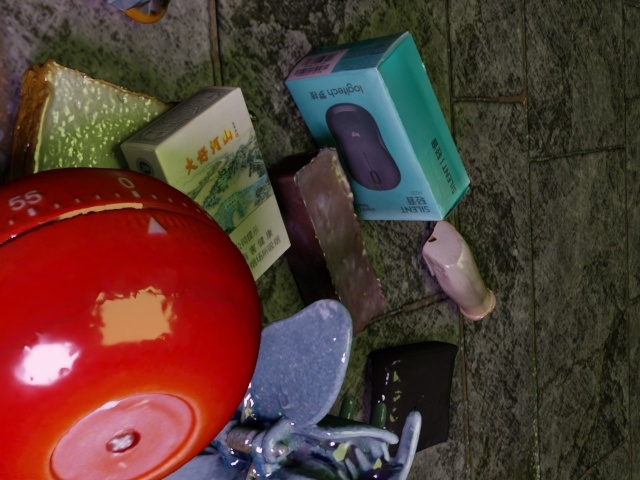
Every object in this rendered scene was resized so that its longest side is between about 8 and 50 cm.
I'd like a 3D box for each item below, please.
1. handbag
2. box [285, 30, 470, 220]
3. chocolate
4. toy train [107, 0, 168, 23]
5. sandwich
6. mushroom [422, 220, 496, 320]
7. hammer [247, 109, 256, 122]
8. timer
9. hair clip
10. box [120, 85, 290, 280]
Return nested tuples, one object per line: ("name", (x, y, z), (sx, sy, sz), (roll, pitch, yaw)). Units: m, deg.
("handbag", (0.189, 0.318, 1.520), (0.247, 0.080, 0.222), (0, 93, -48))
("box", (0.101, -0.180, 1.301), (0.118, 0.205, 0.311), (-50, 127, -32))
("chocolate", (0.000, 0.000, 1.271), (0.112, 0.112, 0.321), (-41, 122, -37))
("toy train", (-0.196, -0.426, 0.995), (0.369, 0.163, 0.231), (-39, 111, -40))
("sandwich", (-0.268, -0.092, 0.976), (0.251, 0.087, 0.226), (7, 88, -50))
("mushroom", (0.291, 0.074, 1.613), (0.096, 0.108, 0.247), (-33, 123, 4))
("hammer", (-0.125, -0.100, 1.187), (0.078, 0.021, 0.200), (-13, 101, -47))
("timer", (-0.248, 0.110, 0.820), (0.378, 0.279, 0.378), (-23, 140, -20))
("hair clip", (-0.050, 0.291, 1.077), (0.238, 0.318, 0.391), (26, 71, -47))
("box", (-0.141, -0.053, 1.017), (0.164, 0.069, 0.256), (-47, 134, -38))
